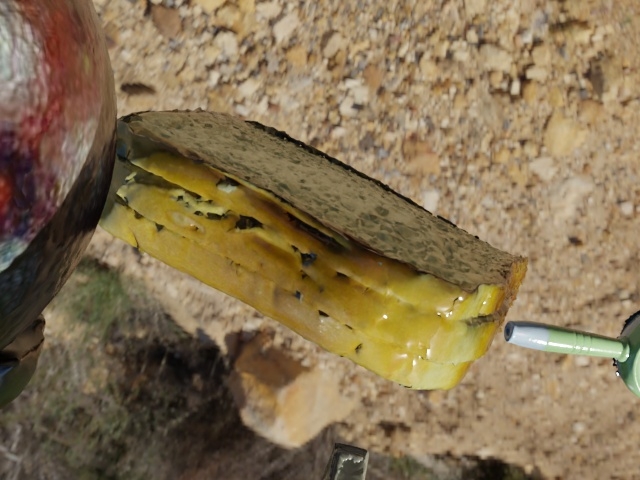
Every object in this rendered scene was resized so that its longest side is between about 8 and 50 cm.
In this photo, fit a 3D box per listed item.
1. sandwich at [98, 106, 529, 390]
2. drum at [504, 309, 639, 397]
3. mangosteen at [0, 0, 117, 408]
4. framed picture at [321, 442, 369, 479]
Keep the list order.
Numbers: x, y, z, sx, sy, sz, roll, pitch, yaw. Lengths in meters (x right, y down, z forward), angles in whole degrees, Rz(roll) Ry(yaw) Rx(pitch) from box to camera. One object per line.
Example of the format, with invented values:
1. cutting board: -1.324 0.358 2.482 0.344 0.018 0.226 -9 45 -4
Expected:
1. sandwich: 0.000 0.000 0.843 0.301 0.271 0.099 28 105 13
2. drum: 0.329 0.138 1.274 0.253 0.049 0.130 -5 110 -9
3. mangosteen: -0.220 -0.029 0.445 0.300 0.300 0.300 4 124 5
4. framed picture: -0.029 0.209 0.417 0.023 0.189 0.260 14 144 -1
